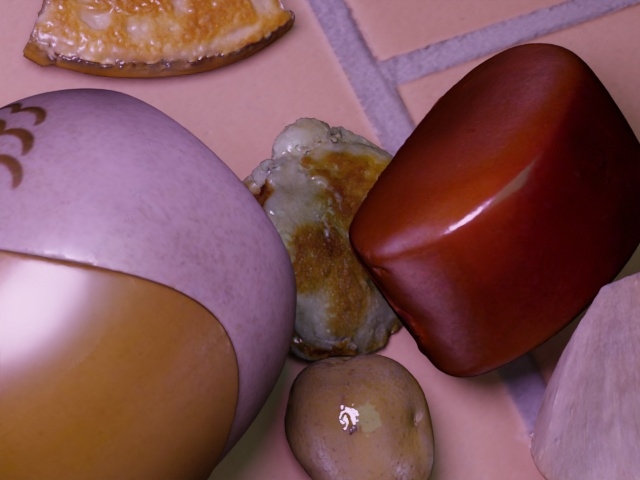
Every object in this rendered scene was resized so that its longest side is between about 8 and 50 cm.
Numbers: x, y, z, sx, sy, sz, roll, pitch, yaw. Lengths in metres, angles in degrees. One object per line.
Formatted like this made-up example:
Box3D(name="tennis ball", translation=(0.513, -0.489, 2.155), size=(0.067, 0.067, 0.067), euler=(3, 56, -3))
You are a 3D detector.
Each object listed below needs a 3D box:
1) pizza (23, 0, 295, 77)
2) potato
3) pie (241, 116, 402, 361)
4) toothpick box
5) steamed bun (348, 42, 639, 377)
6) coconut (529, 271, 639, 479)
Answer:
Box3D(name="pizza", translation=(-0.199, -0.291, 1.819), size=(0.323, 0.089, 0.223), euler=(-9, 78, -23))
Box3D(name="potato", translation=(0.045, 0.216, 1.674), size=(0.157, 0.157, 0.194), euler=(-13, 87, -22))
Box3D(name="pie", translation=(0.008, 0.004, 1.771), size=(0.257, 0.105, 0.274), euler=(46, 61, -12))
Box3D(name="toothpick box", translation=(-0.262, 0.105, 1.465), size=(0.409, 0.409, 0.425), euler=(44, 67, 2))
Box3D(name="steamed bun", translation=(0.220, -0.044, 1.729), size=(0.235, 0.248, 0.379), euler=(53, 51, -22))
Box3D(name="coconut", translation=(0.425, 0.182, 1.693), size=(0.415, 0.344, 0.415), euler=(15, 69, -42))
